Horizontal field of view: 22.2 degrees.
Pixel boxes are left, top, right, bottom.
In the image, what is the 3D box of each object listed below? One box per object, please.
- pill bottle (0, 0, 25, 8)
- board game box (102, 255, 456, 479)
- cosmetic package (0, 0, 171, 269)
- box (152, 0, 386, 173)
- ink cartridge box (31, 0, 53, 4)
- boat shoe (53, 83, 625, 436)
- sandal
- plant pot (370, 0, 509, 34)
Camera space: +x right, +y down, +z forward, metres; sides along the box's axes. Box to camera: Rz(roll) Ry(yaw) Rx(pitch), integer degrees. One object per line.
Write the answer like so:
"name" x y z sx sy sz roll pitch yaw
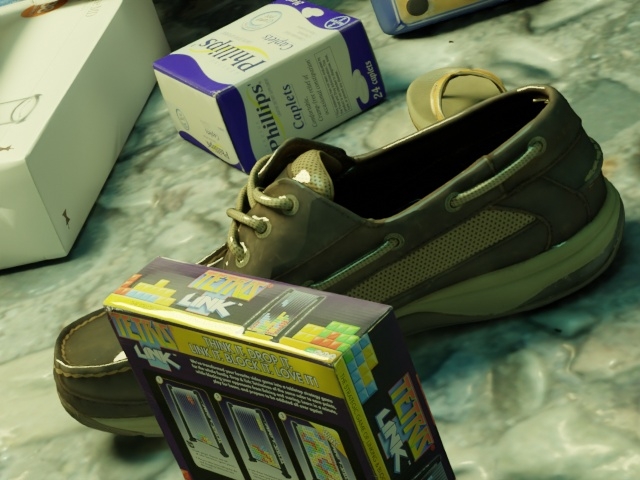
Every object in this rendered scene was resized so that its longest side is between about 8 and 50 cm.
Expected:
"pill bottle" -0.316 -0.269 1.571 0.124 0.221 0.124 -15 28 8
"board game box" -0.017 0.087 0.813 0.170 0.141 0.048 11 41 44
"cosmetic package" -0.307 -0.090 1.382 0.284 0.097 0.377 -10 28 14
"box" -0.042 -0.127 1.296 0.137 0.072 0.126 -30 28 -18
"ink cartridge box" -0.160 -0.326 1.515 0.198 0.114 0.273 -13 20 16
"boat shoe" 0.000 0.000 0.970 0.355 0.130 0.132 -22 27 -4
"sandal" 0.105 -0.093 1.159 0.072 0.049 0.180 -20 27 -1
"plant pot" 0.115 -0.321 1.382 0.236 0.236 0.212 -16 33 6
